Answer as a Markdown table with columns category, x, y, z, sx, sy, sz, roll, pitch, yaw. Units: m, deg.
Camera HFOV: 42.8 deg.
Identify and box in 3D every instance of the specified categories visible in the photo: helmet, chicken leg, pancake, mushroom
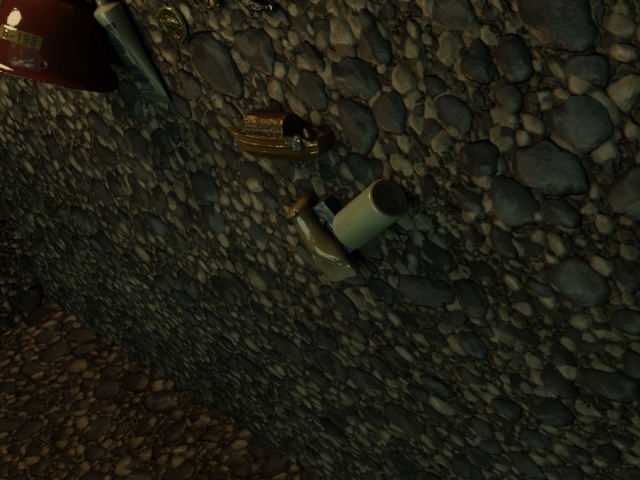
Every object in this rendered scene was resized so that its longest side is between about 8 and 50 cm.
| category | x | y | z | sx | sy | sz | roll | pitch | yaw |
| --- | --- | --- | --- | --- | --- | --- | --- | --- | --- |
| helmet | -0.727 | -0.578 | 2.245 | 0.385 | 0.337 | 0.230 | 22 | 115 | 13 |
| chicken leg | -0.156 | -0.541 | 1.809 | 0.145 | 0.037 | 0.062 | 46 | 134 | 9 |
| pancake | -0.376 | -0.551 | 2.075 | 0.108 | 0.017 | 0.108 | 31 | 147 | 23 |
| mushroom | 0.003 | 0.003 | 2.119 | 0.247 | 0.096 | 0.108 | 54 | -176 | 2 |

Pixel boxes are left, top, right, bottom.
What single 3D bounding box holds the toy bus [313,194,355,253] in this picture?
| category | x | y | z | sx | sy | sz | roll | pitch | yaw |
| --- | --- | --- | --- | --- | --- | --- | --- | --- | --- |
| toy bus | 0.048 | -0.041 | 2.058 | 0.153 | 0.051 | 0.061 | 50 | 142 | -1 |

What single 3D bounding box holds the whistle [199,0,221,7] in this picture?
| category | x | y | z | sx | sy | sz | roll | pitch | yaw |
| --- | --- | --- | --- | --- | --- | --- | --- | --- | --- |
| whistle | -0.273 | -0.585 | 1.909 | 0.109 | 0.057 | 0.046 | 27 | -173 | 17 |

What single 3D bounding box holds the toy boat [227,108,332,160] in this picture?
| category | x | y | z | sx | sy | sz | roll | pitch | yaw |
| --- | --- | --- | --- | --- | --- | --- | --- | --- | --- |
| toy boat | -0.103 | -0.260 | 1.977 | 0.310 | 0.089 | 0.115 | 12 | 130 | 44 |

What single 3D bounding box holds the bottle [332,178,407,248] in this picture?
| category | x | y | z | sx | sy | sz | roll | pitch | yaw |
| --- | --- | --- | --- | --- | --- | --- | --- | --- | --- |
| bottle | 0.101 | -0.050 | 1.923 | 0.104 | 0.104 | 0.245 | 50 | 145 | -1 |

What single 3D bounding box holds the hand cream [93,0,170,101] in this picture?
| category | x | y | z | sx | sy | sz | roll | pitch | yaw |
| --- | --- | --- | --- | --- | --- | --- | --- | --- | --- |
| hand cream | -0.524 | -0.529 | 2.248 | 0.124 | 0.077 | 0.340 | 12 | 140 | 43 |
